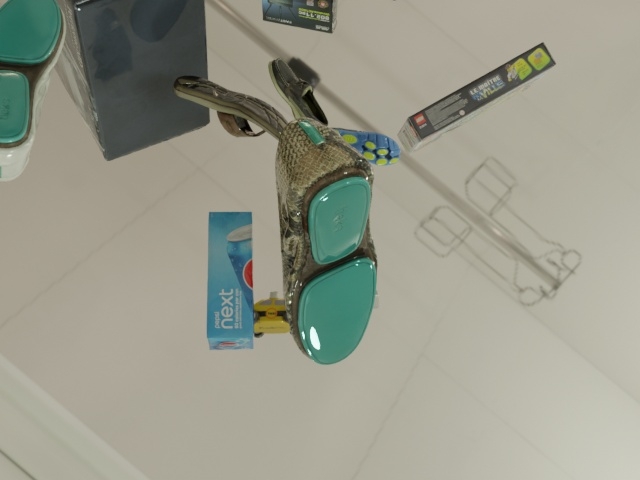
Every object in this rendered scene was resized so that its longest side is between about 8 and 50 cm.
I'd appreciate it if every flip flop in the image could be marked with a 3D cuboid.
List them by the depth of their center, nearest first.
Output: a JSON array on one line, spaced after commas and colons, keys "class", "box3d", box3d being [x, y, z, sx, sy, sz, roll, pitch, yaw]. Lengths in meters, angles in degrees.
[{"class": "flip flop", "box3d": [-0.188, -0.268, 1.656, 0.112, 0.277, 0.080, -75, -173, -65]}]

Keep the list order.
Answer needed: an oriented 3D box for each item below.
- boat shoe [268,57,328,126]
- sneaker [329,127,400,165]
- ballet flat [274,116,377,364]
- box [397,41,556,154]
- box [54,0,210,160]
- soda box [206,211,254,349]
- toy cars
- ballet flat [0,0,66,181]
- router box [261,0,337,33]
[{"class": "boat shoe", "box3d": [-0.050, -0.371, 1.965, 0.073, 0.224, 0.080, -26, -175, 38]}, {"class": "sneaker", "box3d": [0.079, -0.206, 1.635, 0.078, 0.188, 0.067, -84, -174, -71]}, {"class": "ballet flat", "box3d": [0.000, 0.000, 1.208, 0.164, 0.182, 0.483, -21, 143, -14]}, {"class": "box", "box3d": [0.207, -0.190, 1.055, 0.207, 0.036, 0.114, -30, 178, -3]}, {"class": "box", "box3d": [-0.490, -0.539, 1.812, 0.297, 0.472, 0.480, -25, 152, -21]}, {"class": "soda box", "box3d": [-0.140, 0.061, 1.212, 0.067, 0.071, 0.210, 101, -12, -67]}, {"class": "toy cars", "box3d": [-0.036, 0.135, 1.737, 0.393, 0.176, 0.087, -25, -127, 41]}, {"class": "ballet flat", "box3d": [-0.525, -0.265, 1.328, 0.139, 0.139, 0.400, -51, -147, 44]}, {"class": "router box", "box3d": [-0.033, -0.386, 1.235, 0.092, 0.122, 0.038, 91, 14, -60]}]
